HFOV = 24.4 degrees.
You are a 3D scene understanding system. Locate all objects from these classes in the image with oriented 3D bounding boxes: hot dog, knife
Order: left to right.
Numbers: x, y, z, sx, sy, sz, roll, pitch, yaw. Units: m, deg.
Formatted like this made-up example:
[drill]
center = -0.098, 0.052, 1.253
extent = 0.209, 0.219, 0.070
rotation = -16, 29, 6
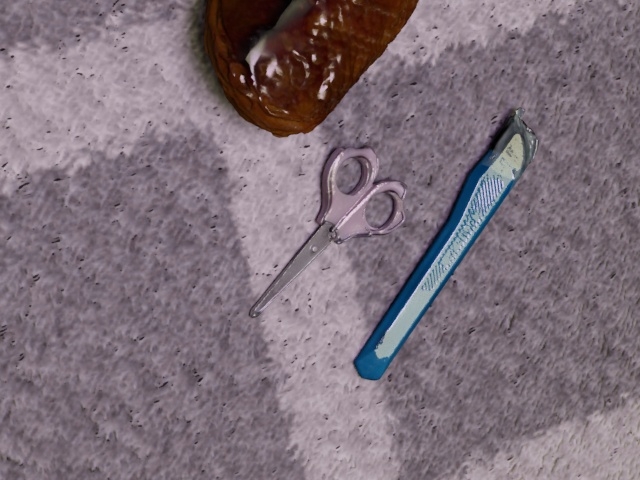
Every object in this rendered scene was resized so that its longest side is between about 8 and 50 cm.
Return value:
[hot dog]
center = -0.004, -0.197, 1.266
extent = 0.227, 0.099, 0.160
rotation = -45, 114, -12
[knife]
center = 0.119, 0.005, 1.401
extent = 0.044, 0.026, 0.296
rotation = 36, 86, -22

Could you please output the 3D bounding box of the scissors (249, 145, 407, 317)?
[scissors]
center = 0.000, 0.000, 1.351
extent = 0.189, 0.015, 0.100
rotation = -48, 117, -8
